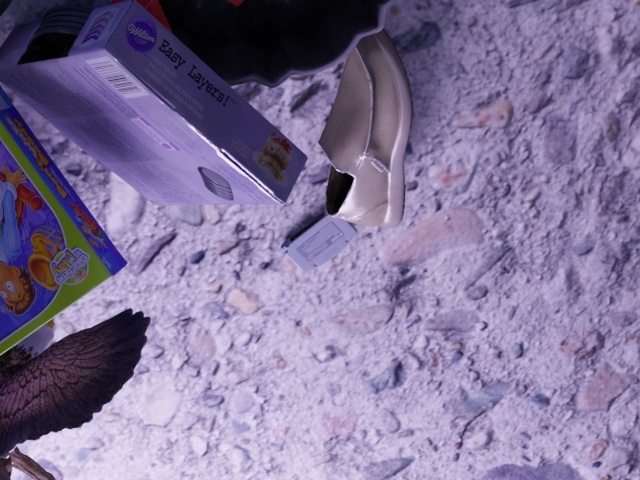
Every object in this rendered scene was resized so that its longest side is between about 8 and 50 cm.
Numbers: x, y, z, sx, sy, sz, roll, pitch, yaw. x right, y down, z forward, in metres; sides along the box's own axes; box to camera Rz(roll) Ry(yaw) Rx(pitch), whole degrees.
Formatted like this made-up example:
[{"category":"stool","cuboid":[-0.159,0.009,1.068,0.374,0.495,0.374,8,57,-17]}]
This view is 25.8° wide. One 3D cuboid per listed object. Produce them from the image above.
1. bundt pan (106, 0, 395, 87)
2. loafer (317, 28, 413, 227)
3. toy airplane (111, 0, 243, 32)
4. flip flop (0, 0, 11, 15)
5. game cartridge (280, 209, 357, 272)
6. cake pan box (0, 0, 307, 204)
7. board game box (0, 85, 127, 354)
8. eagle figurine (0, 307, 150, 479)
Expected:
[{"category":"bundt pan","cuboid":[-0.068,-0.324,1.385,0.330,0.124,0.331,-7,123,-10]},{"category":"loafer","cuboid":[0.045,-0.120,1.563,0.092,0.102,0.268,-13,126,-13]},{"category":"toy airplane","cuboid":[-0.139,-0.254,1.319,0.151,0.028,0.151,-6,122,-10]},{"category":"flip flop","cuboid":[-0.370,-0.234,1.398,0.112,0.080,0.277,6,136,-22]},{"category":"game cartridge","cuboid":[0.000,0.000,1.683,0.083,0.017,0.056,-37,121,10]},{"category":"cake pan box","cuboid":[-0.182,-0.131,1.420,0.267,0.245,0.070,40,65,-31]},{"category":"board game box","cuboid":[-0.410,0.032,1.443,0.347,0.078,0.233,-35,95,8]},{"category":"eagle figurine","cuboid":[-0.348,0.138,1.567,0.226,0.225,0.298,13,137,-23]}]
